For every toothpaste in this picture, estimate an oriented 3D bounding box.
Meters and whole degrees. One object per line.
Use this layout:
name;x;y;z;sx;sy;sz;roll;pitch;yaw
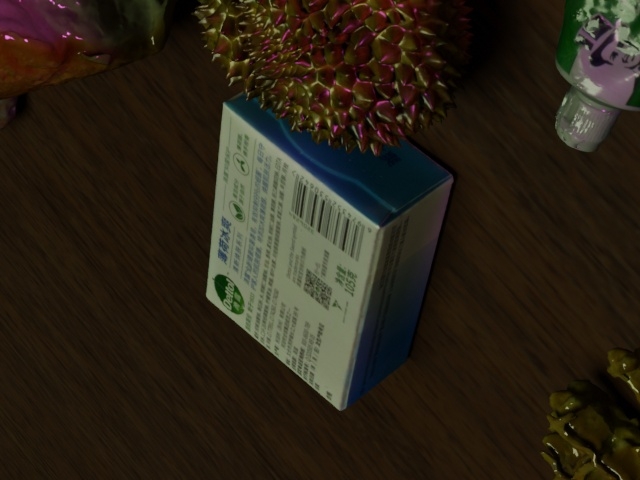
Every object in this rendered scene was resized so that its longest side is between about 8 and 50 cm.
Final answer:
toothpaste;0.151;-0.142;0.552;0.078;0.047;0.248;29;124;12

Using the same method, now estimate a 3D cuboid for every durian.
durian;0.009;-0.123;0.735;0.168;0.137;0.158;54;171;-24

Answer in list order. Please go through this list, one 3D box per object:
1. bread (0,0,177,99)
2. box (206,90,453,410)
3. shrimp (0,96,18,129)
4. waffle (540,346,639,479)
bread;-0.266;-0.198;0.907;0.250;0.279;0.224;2;106;51
box;0.000;0.001;0.903;0.139;0.073;0.194;40;145;24
shrimp;-0.374;-0.227;1.206;0.317;0.077;0.168;51;138;-1
waffle;0.228;0.161;0.768;0.232;0.051;0.228;21;134;41
